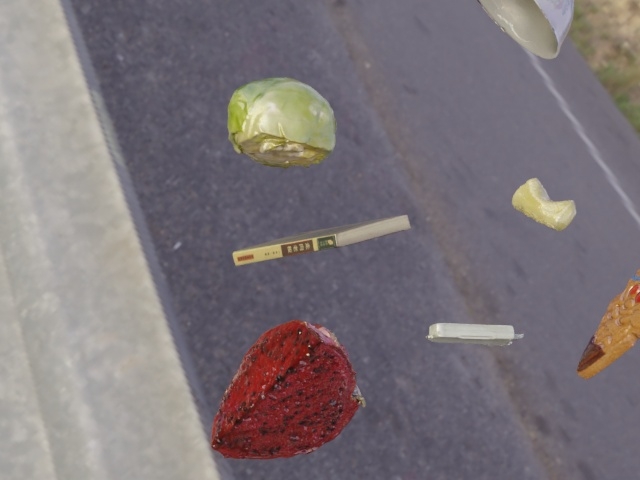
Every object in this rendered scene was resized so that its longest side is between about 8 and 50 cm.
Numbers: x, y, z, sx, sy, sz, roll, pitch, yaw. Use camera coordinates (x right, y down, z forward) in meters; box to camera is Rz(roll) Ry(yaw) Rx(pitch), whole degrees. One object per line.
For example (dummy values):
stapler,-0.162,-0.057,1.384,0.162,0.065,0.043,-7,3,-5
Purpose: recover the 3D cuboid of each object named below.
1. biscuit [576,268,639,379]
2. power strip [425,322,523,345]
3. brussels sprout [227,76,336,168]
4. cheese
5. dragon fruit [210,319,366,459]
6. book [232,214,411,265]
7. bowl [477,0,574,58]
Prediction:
biscuit,0.497,0.105,1.669,0.043,0.280,0.183,44,6,-6
power strip,0.288,0.174,1.976,0.191,0.047,0.030,3,69,-12
brussels sprout,-0.051,-0.172,1.502,0.151,0.149,0.122,28,60,-73
cheese,0.254,-0.040,1.200,0.030,0.044,0.083,30,4,-38
dragon fruit,-0.043,0.267,1.943,0.205,0.317,0.152,32,23,-33
book,0.000,0.000,1.592,0.161,0.231,0.026,-15,94,-44
bowl,0.258,-0.322,1.314,0.189,0.086,0.189,49,-2,2
